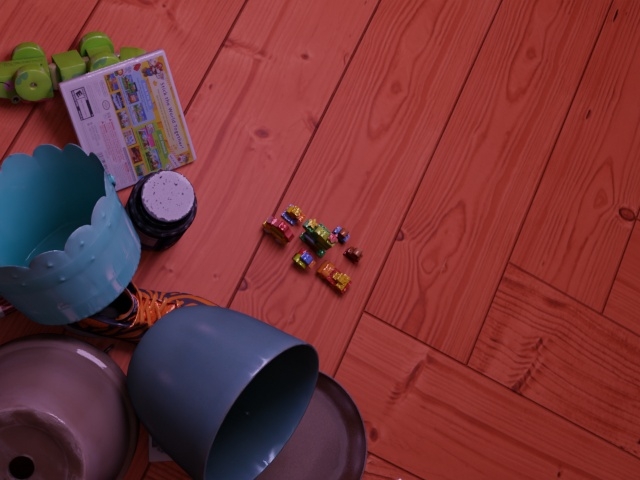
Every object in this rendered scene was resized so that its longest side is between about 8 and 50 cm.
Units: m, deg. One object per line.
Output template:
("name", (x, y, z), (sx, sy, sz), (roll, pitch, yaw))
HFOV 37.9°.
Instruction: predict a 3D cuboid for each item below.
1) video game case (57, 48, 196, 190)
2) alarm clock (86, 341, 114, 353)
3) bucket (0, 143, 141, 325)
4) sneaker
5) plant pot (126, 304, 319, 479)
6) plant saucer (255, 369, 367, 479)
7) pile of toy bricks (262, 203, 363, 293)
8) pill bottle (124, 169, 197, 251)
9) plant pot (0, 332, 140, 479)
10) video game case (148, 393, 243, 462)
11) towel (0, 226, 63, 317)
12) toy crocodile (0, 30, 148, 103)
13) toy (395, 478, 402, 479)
("video game case", (-0.358, -0.220, 1.752), (0.206, 0.026, 0.227), (-24, 117, -20))
("alarm clock", (-0.462, 0.246, 1.666), (0.192, 0.064, 0.129), (-4, 81, -15))
("bucket", (-0.445, -0.007, 1.546), (0.281, 0.183, 0.281), (-10, 50, 12))
("sneaker", (-0.313, 0.136, 1.668), (0.321, 0.180, 0.124), (6, 77, -16))
("plant pot", (-0.184, 0.246, 1.579), (0.235, 0.293, 0.293), (29, 69, 25))
("plant saucer", (-0.064, 0.391, 1.767), (0.311, 0.050, 0.310), (4, 77, -17))
("pile of toy bricks", (0.000, 0.000, 1.835), (0.212, 0.105, 0.118), (41, 70, -6))
("pill bottle", (-0.291, -0.056, 1.692), (0.123, 0.219, 0.122), (3, 78, -17))
("plant pot", (-0.457, 0.326, 1.493), (0.323, 0.280, 0.323), (0, 92, -9))
("video game case", (-0.229, 0.305, 1.709), (0.173, 0.022, 0.190), (-3, 71, -2))
("towel", (-0.617, 0.033, 1.661), (0.329, 0.037, 0.237), (-27, 84, -20))
("toy crocodile", (-0.479, -0.312, 1.752), (0.341, 0.105, 0.115), (-13, 42, -19))
("toy", (0.128, 0.593, 1.779), (0.137, 0.056, 0.237), (-17, 74, -8))
